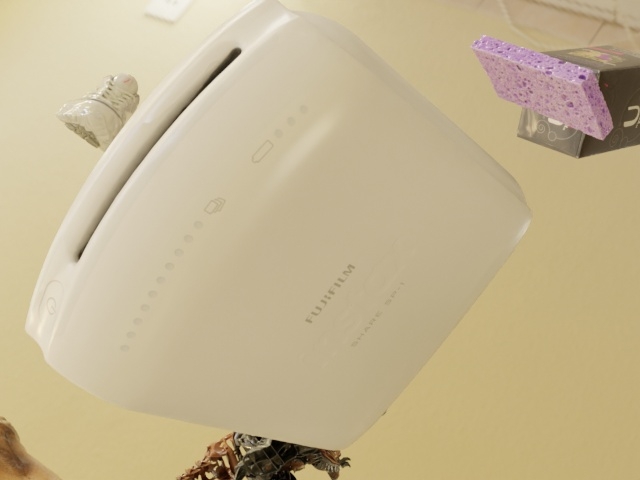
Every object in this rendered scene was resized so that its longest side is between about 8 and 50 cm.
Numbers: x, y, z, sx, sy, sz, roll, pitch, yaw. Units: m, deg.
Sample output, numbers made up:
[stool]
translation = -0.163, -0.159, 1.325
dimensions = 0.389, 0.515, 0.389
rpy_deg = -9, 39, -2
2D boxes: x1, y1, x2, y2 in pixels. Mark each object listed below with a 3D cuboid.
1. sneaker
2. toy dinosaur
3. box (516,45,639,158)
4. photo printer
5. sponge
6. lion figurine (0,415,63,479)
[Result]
[sneaker]
translation = -0.304, -0.192, 1.297
dimensions = 0.090, 0.115, 0.232
rpy_deg = 36, 177, -16
[toy dinosaur]
translation = -0.057, 0.291, 1.228
dimensions = 0.164, 0.322, 0.218
rpy_deg = 50, 177, -18
[box]
translation = 0.514, -0.264, 1.713
dimensions = 0.143, 0.270, 0.165
rpy_deg = 29, 122, 40
[photo printer]
translation = -0.016, 0.006, 0.590
dimensions = 0.107, 0.256, 0.307
rpy_deg = 43, -171, 37
[sponge]
translation = 0.316, -0.223, 1.318
dimensions = 0.210, 0.031, 0.117
rpy_deg = 34, 169, 45
[lion figurine]
translation = -0.330, 0.318, 1.066
dimensions = 0.392, 0.142, 0.240
rpy_deg = 19, 130, 19
